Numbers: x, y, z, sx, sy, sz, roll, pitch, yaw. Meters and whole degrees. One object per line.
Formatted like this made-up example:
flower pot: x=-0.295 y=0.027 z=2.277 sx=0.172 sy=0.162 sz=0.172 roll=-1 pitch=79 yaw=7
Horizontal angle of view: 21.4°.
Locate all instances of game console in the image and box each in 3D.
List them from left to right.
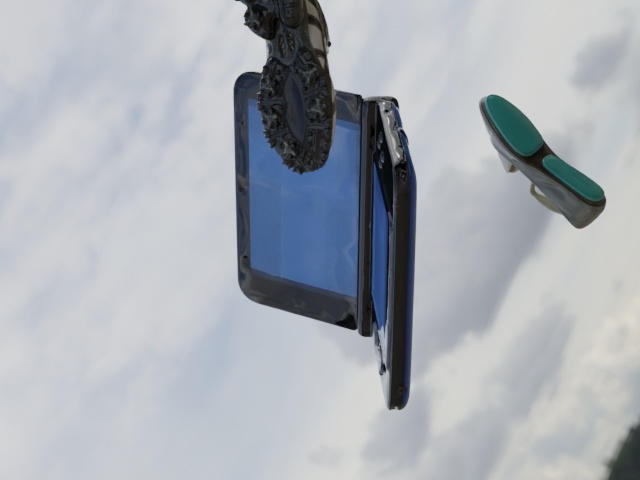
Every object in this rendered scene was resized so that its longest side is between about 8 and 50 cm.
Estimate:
game console: x=0.000 y=0.000 z=1.772 sx=0.250 sy=0.173 sz=0.293 roll=-99 pitch=7 yaw=-59

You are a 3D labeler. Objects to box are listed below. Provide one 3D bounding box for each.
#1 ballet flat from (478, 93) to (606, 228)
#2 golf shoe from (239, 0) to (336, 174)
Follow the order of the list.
ballet flat: x=0.270 y=-0.095 z=2.160 sx=0.072 sy=0.213 sz=0.068 roll=-33 pitch=-18 yaw=-45
golf shoe: x=-0.015 y=-0.160 z=1.532 sx=0.094 sy=0.077 sz=0.198 roll=-14 pitch=-86 yaw=-63
